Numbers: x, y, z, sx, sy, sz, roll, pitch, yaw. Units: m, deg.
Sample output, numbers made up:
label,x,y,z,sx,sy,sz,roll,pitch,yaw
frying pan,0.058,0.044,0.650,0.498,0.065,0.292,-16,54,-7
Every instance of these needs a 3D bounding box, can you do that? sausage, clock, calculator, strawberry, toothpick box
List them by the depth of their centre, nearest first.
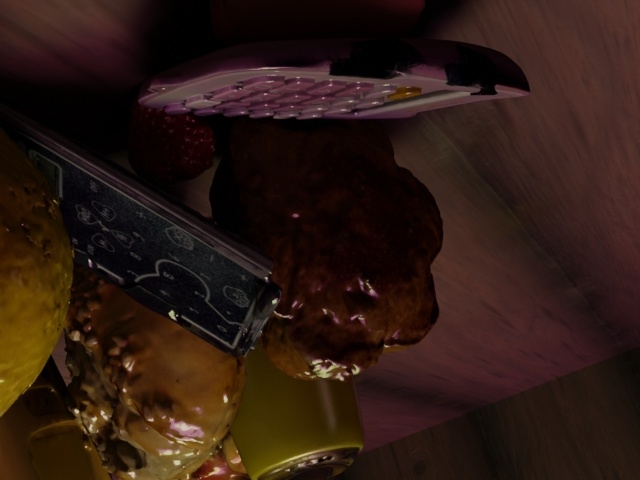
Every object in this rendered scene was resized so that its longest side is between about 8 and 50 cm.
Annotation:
label,x,y,z,sx,sy,sz,roll,pitch,yaw
sausage,0.000,-0.165,0.566,0.154,0.062,0.062,-9,155,-20
calculator,0.007,-0.119,0.603,0.294,0.043,0.194,-6,-176,-38
calculator,-0.158,-0.005,0.633,0.274,0.028,0.166,31,149,1
strawberry,-0.126,-0.085,0.653,0.073,0.073,0.083,-18,144,-1
clock,-0.345,0.194,0.799,0.200,0.317,0.244,-20,170,-2
toothpick box,-0.047,0.152,0.969,0.174,0.272,0.175,-15,156,-7

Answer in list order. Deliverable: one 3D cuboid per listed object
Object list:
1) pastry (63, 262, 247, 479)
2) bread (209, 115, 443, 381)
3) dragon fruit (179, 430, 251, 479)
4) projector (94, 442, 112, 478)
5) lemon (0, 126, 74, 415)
label,x,y,z,sx,sy,sz,roll,pitch,yaw
pastry,-0.184,0.124,0.831,0.161,0.255,0.311,-12,150,-23
bread,0.011,0.005,0.732,0.232,0.247,0.135,-5,164,-33
dragon fruit,-0.126,0.257,1.159,0.314,0.263,0.296,-30,153,27
projector,-0.516,0.497,1.242,0.404,0.395,0.242,-14,156,-13
lemon,-0.309,0.034,0.538,0.310,0.258,0.257,-45,147,24
